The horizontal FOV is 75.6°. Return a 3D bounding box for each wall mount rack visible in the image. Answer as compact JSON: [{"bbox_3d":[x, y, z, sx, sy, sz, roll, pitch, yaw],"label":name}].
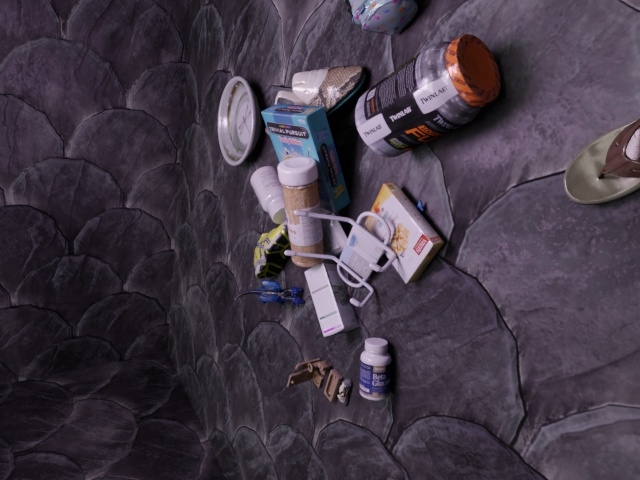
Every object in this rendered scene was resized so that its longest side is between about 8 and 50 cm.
[{"bbox_3d":[0.056,0.035,1.244,0.304,0.130,0.350,38,143,15],"label":"wall mount rack"}]

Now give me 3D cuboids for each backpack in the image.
[{"bbox_3d":[0.178,-0.648,1.087,0.188,0.166,0.144,-44,60,51],"label":"backpack"}]

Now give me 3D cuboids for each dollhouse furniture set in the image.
[{"bbox_3d":[-0.023,0.522,1.525,0.151,0.123,0.144,41,126,45],"label":"dollhouse furniture set"}]

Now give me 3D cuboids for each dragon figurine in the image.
[{"bbox_3d":[-0.206,0.216,1.694,0.144,0.289,0.085,104,175,-72],"label":"dragon figurine"}]

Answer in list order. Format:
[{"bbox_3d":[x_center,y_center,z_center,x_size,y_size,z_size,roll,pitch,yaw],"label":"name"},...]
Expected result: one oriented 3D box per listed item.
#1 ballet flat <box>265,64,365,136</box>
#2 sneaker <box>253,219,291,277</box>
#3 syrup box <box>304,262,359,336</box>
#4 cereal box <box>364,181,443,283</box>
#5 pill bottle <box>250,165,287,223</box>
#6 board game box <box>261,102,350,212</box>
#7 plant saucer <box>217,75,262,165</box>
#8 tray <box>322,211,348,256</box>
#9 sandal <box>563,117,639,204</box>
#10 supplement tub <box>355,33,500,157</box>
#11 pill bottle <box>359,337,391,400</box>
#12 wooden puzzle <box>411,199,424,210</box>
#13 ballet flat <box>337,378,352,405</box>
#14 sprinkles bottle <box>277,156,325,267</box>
[{"bbox_3d":[-0.058,-0.464,1.414,0.483,0.182,0.164,-28,38,53],"label":"ballet flat"},{"bbox_3d":[-0.198,0.014,1.712,0.384,0.145,0.147,-48,55,44],"label":"sneaker"},{"bbox_3d":[0.037,0.201,1.418,0.096,0.093,0.236,-30,68,33],"label":"syrup box"},{"bbox_3d":[0.225,-0.022,1.163,0.240,0.047,0.173,59,146,32],"label":"cereal box"},{"bbox_3d":[-0.189,-0.184,1.688,0.229,0.131,0.131,61,138,31],"label":"pill bottle"},{"bbox_3d":[-0.048,-0.277,1.378,0.254,0.079,0.336,24,143,48],"label":"board game box"},{"bbox_3d":[-0.362,-0.548,1.927,0.400,0.101,0.400,8,100,55],"label":"plant saucer"},{"bbox_3d":[0.000,0.000,1.468,0.270,0.030,0.145,-24,94,57],"label":"tray"},{"bbox_3d":[0.544,-0.161,0.680,0.303,0.086,0.120,-37,63,50],"label":"sandal"},{"bbox_3d":[0.248,-0.338,0.996,0.316,0.194,0.193,-17,79,55],"label":"supplement tub"},{"bbox_3d":[0.168,0.391,1.265,0.094,0.094,0.169,11,103,54],"label":"pill bottle"},{"bbox_3d":[0.257,-0.063,1.163,0.116,0.014,0.078,-36,69,57],"label":"wooden puzzle"},{"bbox_3d":[0.080,0.537,1.455,0.041,0.041,0.114,35,121,48],"label":"ballet flat"},{"bbox_3d":[-0.055,-0.085,1.335,0.121,0.121,0.355,37,142,47],"label":"sprinkles bottle"}]
